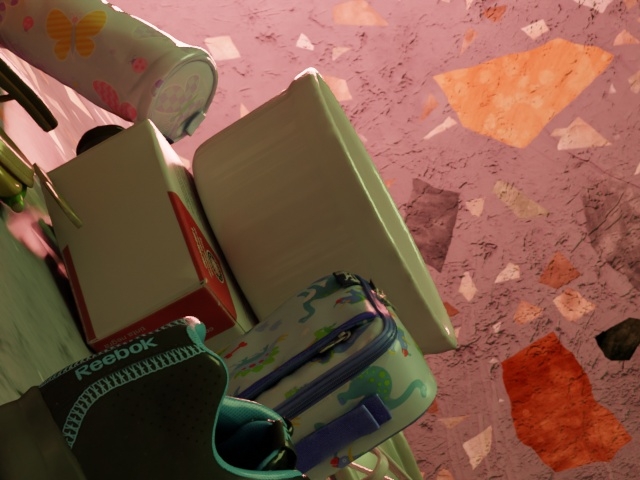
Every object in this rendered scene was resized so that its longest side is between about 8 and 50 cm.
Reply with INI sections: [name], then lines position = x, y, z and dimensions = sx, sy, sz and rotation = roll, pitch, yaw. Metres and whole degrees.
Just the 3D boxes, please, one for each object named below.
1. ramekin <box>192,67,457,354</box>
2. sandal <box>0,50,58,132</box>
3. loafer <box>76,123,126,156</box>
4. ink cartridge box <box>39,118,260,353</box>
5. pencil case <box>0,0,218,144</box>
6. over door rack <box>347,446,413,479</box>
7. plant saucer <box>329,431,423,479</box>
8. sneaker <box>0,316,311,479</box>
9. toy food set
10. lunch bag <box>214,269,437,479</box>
[ramekin]
position = 0.000, 0.000, 1.643
dimensions = 0.277, 0.135, 0.277
rotation = 61, 6, -12
[sandal]
position = -0.309, -0.153, 1.542
dimensions = 0.219, 0.060, 0.090
rotation = 37, 7, -37
[loafer]
position = -0.220, -0.077, 2.013
dimensions = 0.220, 0.080, 0.078
rotation = 79, -1, -68
[ink cartridge box]
position = -0.114, 0.059, 1.618
dimensions = 0.273, 0.114, 0.197
rotation = 54, 10, -50
[pencil case]
position = -0.240, -0.206, 2.020
dimensions = 0.273, 0.113, 0.124
rotation = 31, -1, 23
[over door rack]
position = -0.033, 0.193, 1.931
dimensions = 0.239, 0.108, 0.324
rotation = 49, -8, -33
[plant saucer]
position = 0.044, 0.246, 2.314
dimensions = 0.400, 0.101, 0.400
rotation = 64, -4, 0
[sneaker]
position = -0.050, 0.175, 1.038
dimensions = 0.125, 0.140, 0.341
rotation = 55, -1, 43
[toy food set]
position = -0.275, -0.081, 1.481
dimensions = 0.192, 0.038, 0.132
rotation = 49, -2, -34
[lunch bag]
position = -0.027, 0.123, 1.384
dimensions = 0.090, 0.219, 0.176
rotation = 55, 2, -20
